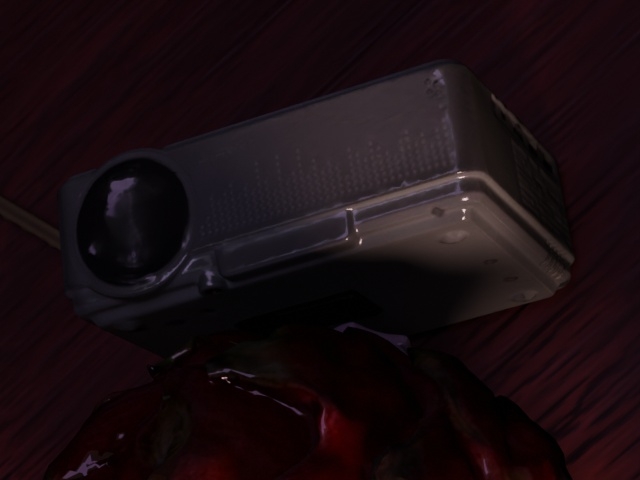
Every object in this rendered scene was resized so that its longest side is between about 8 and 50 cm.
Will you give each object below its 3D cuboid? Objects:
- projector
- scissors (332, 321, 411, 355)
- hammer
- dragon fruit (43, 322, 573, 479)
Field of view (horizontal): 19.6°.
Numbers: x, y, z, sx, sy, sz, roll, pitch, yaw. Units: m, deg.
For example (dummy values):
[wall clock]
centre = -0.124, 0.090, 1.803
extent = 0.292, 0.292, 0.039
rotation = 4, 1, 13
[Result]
[projector]
centre = 0.000, 0.000, 1.078
extent = 0.257, 0.192, 0.099
rotation = -16, 66, 20
[scissors]
centre = -0.010, 0.099, 1.127
extent = 0.189, 0.100, 0.015
rotation = -18, 35, 35
[hammer]
centre = -0.211, -0.017, 1.268
extent = 0.195, 0.060, 0.028
rotation = 27, 86, 34
[dragon fruit]
centre = -0.010, 0.192, 0.958
extent = 0.329, 0.329, 0.329
rotation = -8, 70, 23
